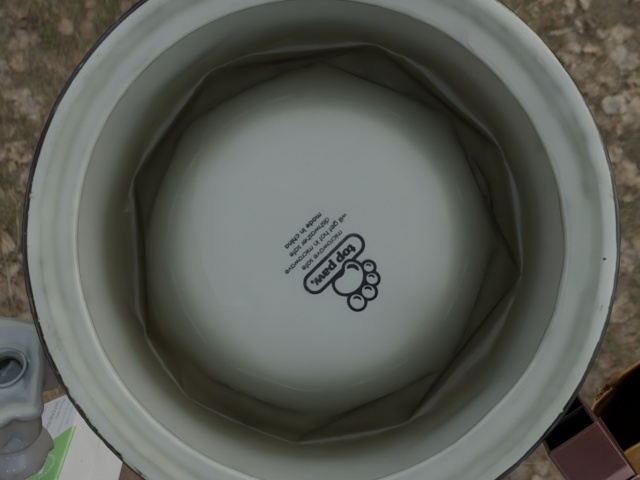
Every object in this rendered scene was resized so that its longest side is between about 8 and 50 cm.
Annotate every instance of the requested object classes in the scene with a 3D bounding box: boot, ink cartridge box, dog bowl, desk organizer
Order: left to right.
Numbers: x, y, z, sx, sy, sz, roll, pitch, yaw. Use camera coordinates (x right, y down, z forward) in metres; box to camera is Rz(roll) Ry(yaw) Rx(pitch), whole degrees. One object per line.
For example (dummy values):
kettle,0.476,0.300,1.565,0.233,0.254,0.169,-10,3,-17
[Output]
ink cartridge box,-0.457,0.359,1.246,0.353,0.207,0.119,-24,115,9
dog bowl,0.000,0.000,0.691,0.407,0.150,0.408,0,90,1
desk organizer,0.198,0.152,0.712,0.047,0.130,0.050,-36,93,8
boot,0.362,0.143,0.906,0.104,0.211,0.295,36,77,33

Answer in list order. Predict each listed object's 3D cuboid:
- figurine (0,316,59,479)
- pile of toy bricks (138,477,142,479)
figurine,-0.310,0.157,0.728,0.214,0.209,0.092,-10,60,-23
pile of toy bricks,-0.209,0.383,1.585,0.212,0.105,0.118,2,72,13
